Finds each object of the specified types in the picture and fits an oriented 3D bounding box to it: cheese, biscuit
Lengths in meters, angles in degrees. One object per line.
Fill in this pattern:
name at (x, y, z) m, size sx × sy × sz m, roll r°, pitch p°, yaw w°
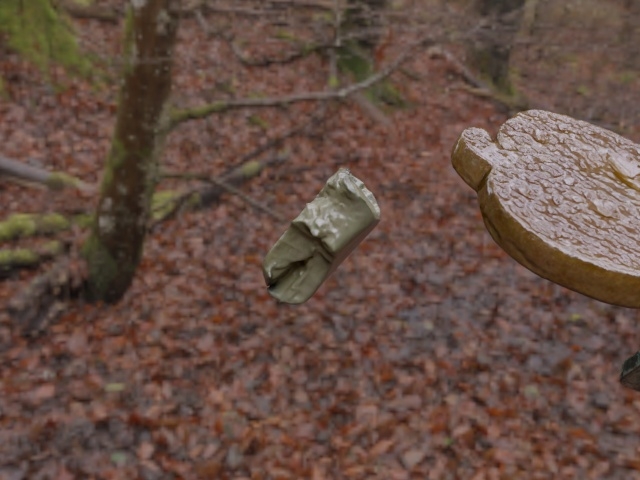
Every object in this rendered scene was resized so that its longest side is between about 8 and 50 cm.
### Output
cheese at (0.000, 0.000, 1.352) m, size 0.091 × 0.202 × 0.175 m, roll 40°, pitch 2°, yaw 3°
biscuit at (0.303, -0.049, 1.179) m, size 0.314 × 0.063 × 0.367 m, roll 20°, pitch 34°, yaw 5°

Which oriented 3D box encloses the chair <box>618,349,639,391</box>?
chair at (0.326, 0.155, 0.587) m, size 0.270 × 0.147 × 0.136 m, roll 14°, pitch -24°, yaw -3°
